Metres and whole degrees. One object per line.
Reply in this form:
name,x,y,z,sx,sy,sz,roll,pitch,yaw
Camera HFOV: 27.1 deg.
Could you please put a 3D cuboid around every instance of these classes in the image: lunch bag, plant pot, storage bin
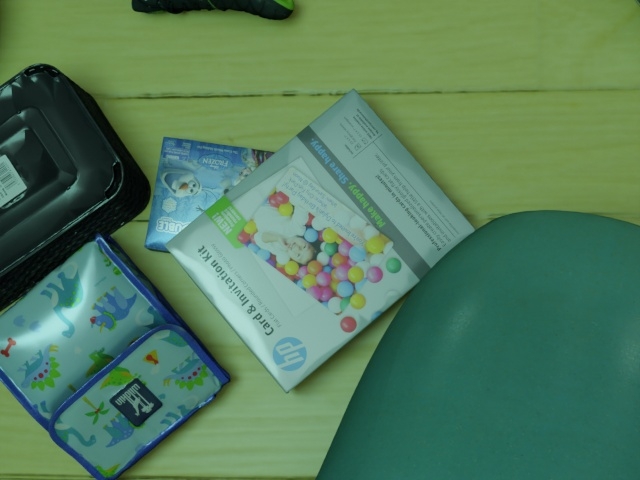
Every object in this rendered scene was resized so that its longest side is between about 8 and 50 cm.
lunch bag,-0.162,0.090,0.996,0.129,0.096,0.151,-40,94,-2
plant pot,0.158,0.122,0.858,0.293,0.293,0.235,17,70,9
storage bin,-0.238,-0.036,1.022,0.180,0.084,0.122,-35,80,3

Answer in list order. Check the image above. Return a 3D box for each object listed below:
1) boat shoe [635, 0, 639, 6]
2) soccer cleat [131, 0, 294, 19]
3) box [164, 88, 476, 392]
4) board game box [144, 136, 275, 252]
boat shoe,0.229,-0.291,0.981,0.099,0.116,0.319,-27,75,7
soccer cleat,-0.106,-0.204,1.046,0.179,0.060,0.072,26,109,7
box,0.000,0.000,0.997,0.186,0.038,0.145,-39,85,-3
board game box,-0.085,-0.030,1.034,0.090,0.020,0.090,8,85,8
